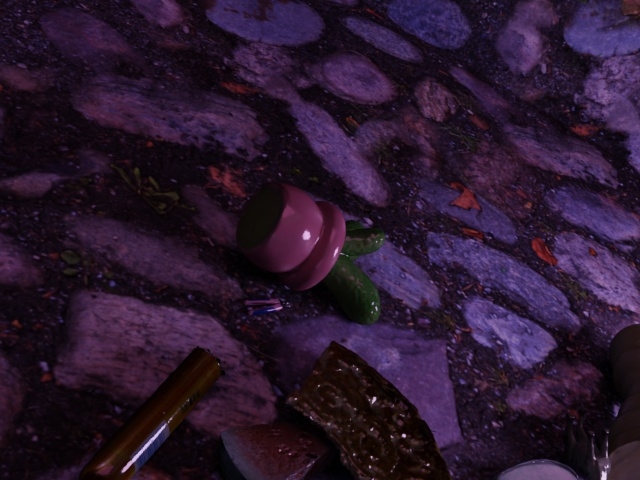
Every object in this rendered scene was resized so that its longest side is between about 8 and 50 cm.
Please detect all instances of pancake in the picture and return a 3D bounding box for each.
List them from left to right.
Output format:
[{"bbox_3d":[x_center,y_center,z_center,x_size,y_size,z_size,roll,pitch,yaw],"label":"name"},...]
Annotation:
[{"bbox_3d":[0.108,0.379,1.508,0.427,0.067,0.305,46,30,18],"label":"pancake"}]

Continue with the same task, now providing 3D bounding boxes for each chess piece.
[{"bbox_3d":[0.769,0.386,1.838,0.234,0.234,0.442,29,36,-2],"label":"chess piece"}]

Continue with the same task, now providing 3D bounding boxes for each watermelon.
[{"bbox_3d":[-0.065,0.391,1.425,0.241,0.094,0.154,-8,42,-39],"label":"watermelon"}]

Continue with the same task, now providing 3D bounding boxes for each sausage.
[{"bbox_3d":[-0.290,0.319,1.357,0.082,0.082,0.371,35,40,6],"label":"sausage"}]

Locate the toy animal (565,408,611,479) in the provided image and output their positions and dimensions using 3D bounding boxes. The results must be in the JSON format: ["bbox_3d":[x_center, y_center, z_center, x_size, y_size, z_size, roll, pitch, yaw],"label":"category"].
[{"bbox_3d":[0.567,0.471,1.691,0.073,0.176,0.217,4,10,-4],"label":"toy animal"}]

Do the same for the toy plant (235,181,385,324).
[{"bbox_3d":[-0.007,0.000,1.780,0.356,0.210,0.317,23,36,-29],"label":"toy plant"}]

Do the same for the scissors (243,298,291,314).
[{"bbox_3d":[-0.111,0.140,1.708,0.113,0.012,0.039,-2,48,-33],"label":"scissors"}]

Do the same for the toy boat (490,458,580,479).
[{"bbox_3d":[0.432,0.517,1.606,0.208,0.079,0.134,-10,54,-25],"label":"toy boat"}]
